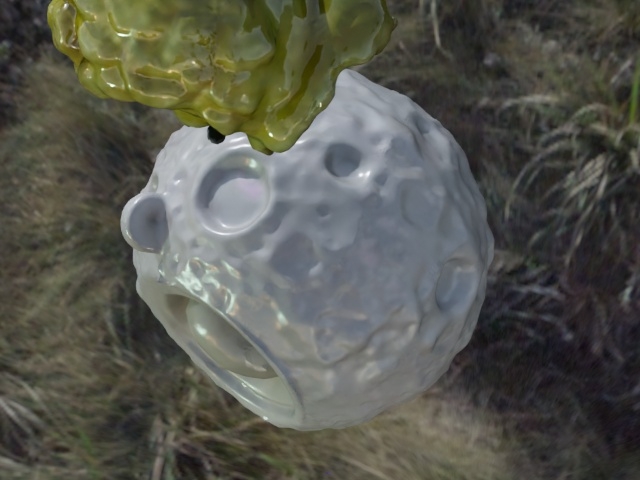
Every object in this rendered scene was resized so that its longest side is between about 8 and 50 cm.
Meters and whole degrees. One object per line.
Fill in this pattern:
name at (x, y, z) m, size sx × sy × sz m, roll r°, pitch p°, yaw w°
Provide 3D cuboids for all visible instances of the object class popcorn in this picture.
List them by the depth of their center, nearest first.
popcorn at (-0.063, -0.144, 0.679) m, size 0.189 × 0.169 × 0.218 m, roll 33°, pitch 42°, yaw -11°

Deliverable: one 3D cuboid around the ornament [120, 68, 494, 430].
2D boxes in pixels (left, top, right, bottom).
ornament at (0.000, 0.000, 1.007) m, size 0.337 × 0.337 × 0.337 m, roll -2°, pitch 75°, yaw 7°
